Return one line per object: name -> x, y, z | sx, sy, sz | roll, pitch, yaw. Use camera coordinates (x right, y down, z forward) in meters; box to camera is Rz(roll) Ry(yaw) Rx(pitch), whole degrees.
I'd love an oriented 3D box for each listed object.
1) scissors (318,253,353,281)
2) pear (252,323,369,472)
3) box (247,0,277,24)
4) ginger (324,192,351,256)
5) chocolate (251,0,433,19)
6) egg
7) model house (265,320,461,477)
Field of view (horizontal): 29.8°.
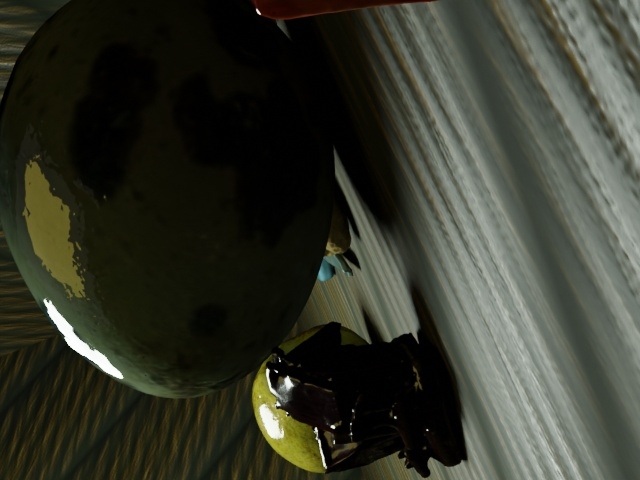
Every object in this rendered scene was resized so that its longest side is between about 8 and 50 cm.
scissors -> 0.000, 0.000, 1.702 | 0.447, 0.029, 0.192 | -130, 19, -77
pear -> 0.009, 0.222, 1.647 | 0.197, 0.197, 0.197 | 159, 90, -85
box -> -0.148, -0.363, 1.318 | 0.174, 0.076, 0.274 | 47, 160, 46
ginger -> -0.029, -0.063, 1.440 | 0.115, 0.081, 0.205 | 105, 142, -73
chocolate -> -0.027, -0.242, 0.508 | 0.237, 0.108, 0.235 | 72, 176, -50
egg -> -0.156, -0.054, 1.221 | 0.345, 0.345, 0.428 | 146, 124, -85
model house -> 0.044, 0.175, 1.210 | 0.141, 0.164, 0.203 | -109, -1, -49
